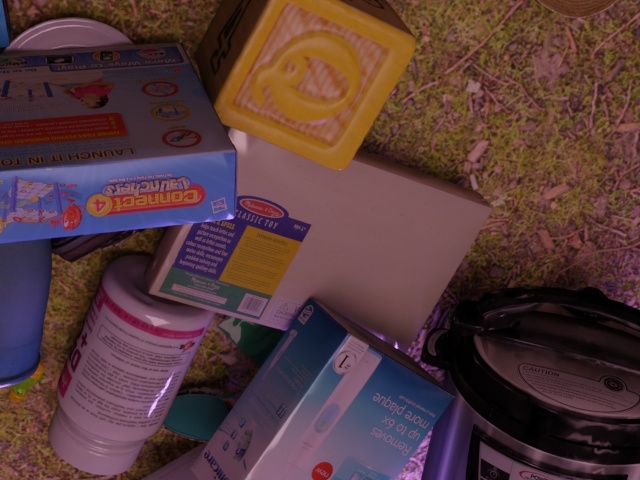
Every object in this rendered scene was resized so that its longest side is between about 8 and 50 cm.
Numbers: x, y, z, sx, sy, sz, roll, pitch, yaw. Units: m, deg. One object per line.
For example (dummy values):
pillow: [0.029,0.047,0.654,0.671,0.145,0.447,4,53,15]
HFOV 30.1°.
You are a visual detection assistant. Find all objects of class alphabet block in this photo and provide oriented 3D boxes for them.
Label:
alphabet block: [-0.025,-0.231,1.450,0.192,0.197,0.193,19,113,-23]

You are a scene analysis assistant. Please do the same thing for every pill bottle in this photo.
pill bottle: [-0.270,0.176,1.649,0.160,0.160,0.283,17,114,-21]

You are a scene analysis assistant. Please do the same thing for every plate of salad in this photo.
plate of salad: [-0.314,-0.190,1.496,0.200,0.048,0.200,-10,125,-14]

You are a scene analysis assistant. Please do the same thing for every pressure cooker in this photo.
pressure cooker: [0.344,0.262,1.726,0.370,0.375,0.420,-6,121,-28]

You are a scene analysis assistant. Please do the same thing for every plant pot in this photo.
plant pot: [-0.453,0.010,1.468,0.272,0.271,0.255,13,104,-19]

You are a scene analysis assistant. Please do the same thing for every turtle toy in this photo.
turtle toy: [-0.443,0.166,1.658,0.130,0.066,0.095,24,135,-21]

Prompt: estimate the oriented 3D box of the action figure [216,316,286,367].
action figure: [-0.019,0.088,1.713,0.232,0.063,0.137,-40,118,11]

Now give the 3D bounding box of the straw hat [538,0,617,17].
straw hat: [0.328,-0.363,1.535,0.144,0.061,0.144,1,111,3]

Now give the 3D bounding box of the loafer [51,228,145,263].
loafer: [-0.219,-0.059,1.562,0.302,0.109,0.095,-38,124,7]

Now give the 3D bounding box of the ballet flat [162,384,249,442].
ballet flat: [-0.120,0.256,1.769,0.241,0.077,0.091,-1,93,14]

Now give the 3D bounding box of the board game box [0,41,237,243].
board game box: [-0.276,-0.119,1.338,0.308,0.302,0.086,-6,123,-16]

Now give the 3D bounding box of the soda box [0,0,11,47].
soda box: [-0.478,-0.262,1.405,0.210,0.067,0.071,-7,121,-8]

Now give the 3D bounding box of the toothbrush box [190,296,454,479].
toothbrush box: [0.002,0.263,1.623,0.216,0.126,0.295,34,94,-33]

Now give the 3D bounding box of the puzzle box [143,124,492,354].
puzzle box: [0.000,0.000,1.598,0.409,0.052,0.272,18,114,-28]

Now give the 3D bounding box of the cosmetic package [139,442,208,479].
cosmetic package: [-0.143,0.495,1.824,0.197,0.155,0.365,-25,126,-36]
